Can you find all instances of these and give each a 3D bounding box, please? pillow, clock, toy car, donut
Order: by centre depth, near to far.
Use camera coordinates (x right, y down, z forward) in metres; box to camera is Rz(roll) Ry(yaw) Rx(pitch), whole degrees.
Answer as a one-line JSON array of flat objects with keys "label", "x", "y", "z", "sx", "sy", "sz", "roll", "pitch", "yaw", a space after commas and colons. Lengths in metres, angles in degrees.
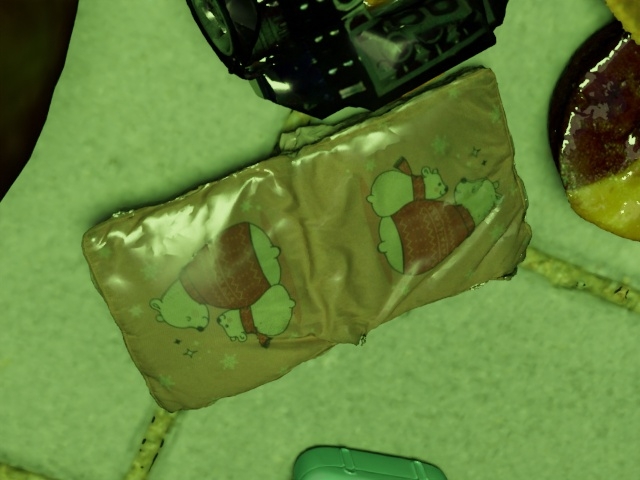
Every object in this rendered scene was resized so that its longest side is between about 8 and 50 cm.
[{"label": "toy car", "x": -0.009, "y": -0.200, "z": 0.527, "sx": 0.193, "sy": 0.118, "sz": 0.301, "roll": -31, "pitch": 118, "yaw": -13}, {"label": "donut", "x": 0.194, "y": -0.067, "z": 0.649, "sx": 0.140, "sy": 0.059, "sz": 0.140, "roll": -3, "pitch": 113, "yaw": -7}, {"label": "pillow", "x": 0.000, "y": 0.000, "z": 0.654, "sx": 0.248, "sy": 0.049, "sz": 0.135, "roll": -23, "pitch": 114, "yaw": -3}, {"label": "clock", "x": 0.020, "y": 0.208, "z": 0.741, "sx": 0.108, "sy": 0.045, "sz": 0.147, "roll": 13, "pitch": 110, "yaw": -12}]

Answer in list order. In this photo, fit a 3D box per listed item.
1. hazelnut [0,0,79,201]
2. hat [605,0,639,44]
[{"label": "hazelnut", "x": -0.277, "y": -0.139, "z": 0.394, "sx": 0.402, "sy": 0.402, "sz": 0.429, "roll": -15, "pitch": 121, "yaw": -2}, {"label": "hat", "x": 0.250, "y": -0.224, "z": 0.530, "sx": 0.233, "sy": 0.244, "sz": 0.233, "roll": -26, "pitch": 120, "yaw": -13}]
